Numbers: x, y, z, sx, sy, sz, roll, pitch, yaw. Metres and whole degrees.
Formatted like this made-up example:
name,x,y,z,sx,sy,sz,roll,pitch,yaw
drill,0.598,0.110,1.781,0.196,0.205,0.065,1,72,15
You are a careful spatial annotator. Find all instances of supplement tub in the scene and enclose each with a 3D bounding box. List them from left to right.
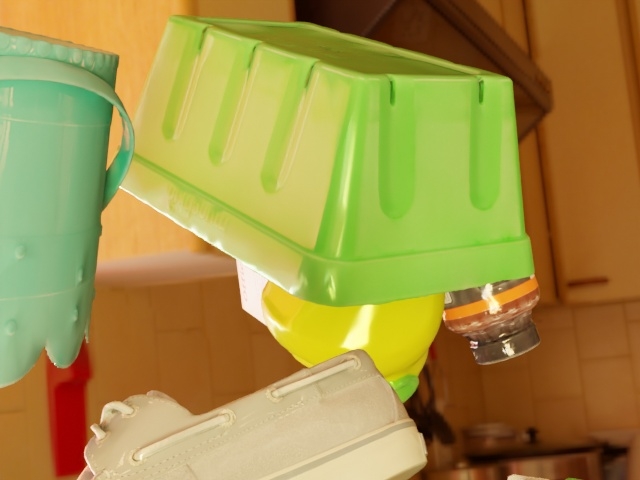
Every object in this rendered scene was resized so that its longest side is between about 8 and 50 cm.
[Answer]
name,x,y,z,sx,sy,sz,roll,pitch,yaw
supplement tub,0.157,0.022,1.053,0.106,0.198,0.106,-21,1,0

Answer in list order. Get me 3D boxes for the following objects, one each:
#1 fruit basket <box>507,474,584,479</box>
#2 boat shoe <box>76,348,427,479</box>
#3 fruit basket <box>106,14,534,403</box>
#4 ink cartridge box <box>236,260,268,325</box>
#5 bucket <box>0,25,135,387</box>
name,x,y,z,sx,sy,sz,roll,pitch,yaw
fruit basket,0.426,0.537,1.525,0.165,0.353,0.327,-15,11,-43
boat shoe,-0.064,0.107,0.463,0.227,0.081,0.079,-16,-24,-24
fruit basket,0.000,0.000,0.950,0.282,0.392,0.392,-6,-6,-37
ink cartridge box,0.010,0.021,1.490,0.197,0.198,0.270,-13,17,-23
bucket,-0.248,-0.044,0.601,0.281,0.183,0.281,12,9,-2
